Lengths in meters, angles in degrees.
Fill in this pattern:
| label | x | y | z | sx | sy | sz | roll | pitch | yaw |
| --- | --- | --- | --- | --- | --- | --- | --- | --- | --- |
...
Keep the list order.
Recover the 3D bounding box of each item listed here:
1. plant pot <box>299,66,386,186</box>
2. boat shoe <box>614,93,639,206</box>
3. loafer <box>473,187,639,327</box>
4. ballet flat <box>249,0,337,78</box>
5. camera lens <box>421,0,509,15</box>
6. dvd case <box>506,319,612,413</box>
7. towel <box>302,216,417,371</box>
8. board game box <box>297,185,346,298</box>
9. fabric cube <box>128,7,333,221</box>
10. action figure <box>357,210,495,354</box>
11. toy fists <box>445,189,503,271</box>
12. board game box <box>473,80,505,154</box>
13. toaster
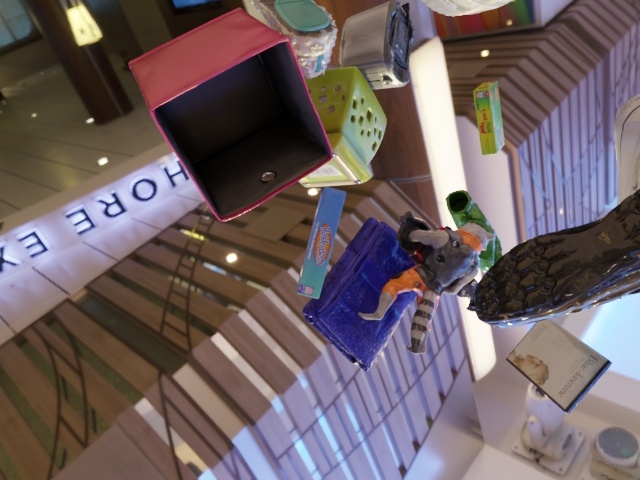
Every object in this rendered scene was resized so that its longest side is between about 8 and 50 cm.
| label | x | y | z | sx | sy | sz | roll | pitch | yaw |
| --- | --- | --- | --- | --- | --- | --- | --- | --- | --- |
| plant pot | 0.013 | -0.254 | 1.259 | 0.228 | 0.227 | 0.207 | -1 | -112 | 26 |
| boat shoe | 0.310 | -0.018 | 0.473 | 0.083 | 0.226 | 0.076 | -19 | -153 | 26 |
| loafer | 0.230 | 0.021 | 0.430 | 0.223 | 0.078 | 0.076 | -36 | -141 | 36 |
| ballet flat | -0.076 | -0.489 | 1.137 | 0.147 | 0.147 | 0.409 | -21 | -127 | -1 |
| camera lens | 0.263 | -0.449 | 0.714 | 0.219 | 0.219 | 0.274 | -35 | -161 | -22 |
| dvd case | 0.661 | 0.340 | 1.478 | 0.180 | 0.022 | 0.253 | -52 | -151 | 6 |
| towel | 0.121 | 0.122 | 1.240 | 0.308 | 0.227 | 0.076 | -52 | -164 | -23 |
| board game box | 0.000 | 0.000 | 1.058 | 0.047 | 0.210 | 0.160 | 15 | -176 | -2 |
| fabric cube | -0.170 | -0.242 | 0.990 | 0.254 | 0.259 | 0.258 | -31 | -139 | -7 |
| action figure | 0.288 | 0.109 | 1.187 | 0.330 | 0.341 | 0.178 | -55 | -162 | -4 |
| toy fists | 0.448 | -0.025 | 1.507 | 0.096 | 0.142 | 0.279 | -25 | -142 | 13 |
| board game box | 0.468 | -0.338 | 1.452 | 0.043 | 0.181 | 0.092 | 0 | -154 | 34 |
| toaster | 0.133 | -0.466 | 1.256 | 0.146 | 0.129 | 0.227 | -3 | -108 | 33 |
